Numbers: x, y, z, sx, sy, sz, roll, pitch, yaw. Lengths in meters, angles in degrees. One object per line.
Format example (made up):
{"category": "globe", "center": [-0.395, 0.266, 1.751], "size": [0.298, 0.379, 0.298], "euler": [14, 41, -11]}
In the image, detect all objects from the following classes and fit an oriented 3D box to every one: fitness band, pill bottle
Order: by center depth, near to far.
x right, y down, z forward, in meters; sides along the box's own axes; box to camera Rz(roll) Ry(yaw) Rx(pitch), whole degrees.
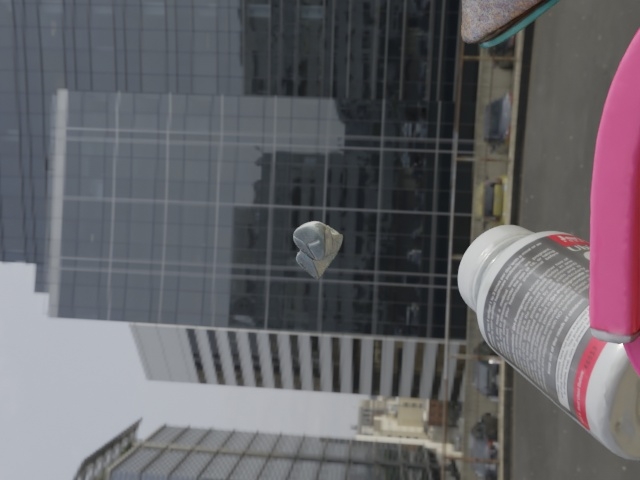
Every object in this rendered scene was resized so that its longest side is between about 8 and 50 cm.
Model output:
{"category": "fitness band", "center": [0.241, -0.007, 0.359], "size": [0.054, 0.209, 0.291], "euler": [-24, -63, -43]}
{"category": "pill bottle", "center": [0.293, 0.093, 0.854], "size": [0.318, 0.176, 0.176], "euler": [-135, 42, -62]}

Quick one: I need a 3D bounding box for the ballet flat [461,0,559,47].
{"category": "ballet flat", "center": [0.151, -0.210, 0.435], "size": [0.107, 0.106, 0.316], "euler": [-51, 12, -16]}

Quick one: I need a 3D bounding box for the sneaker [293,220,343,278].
{"category": "sneaker", "center": [0.000, 0.000, 0.992], "size": [0.061, 0.053, 0.152], "euler": [-45, -11, -15]}
